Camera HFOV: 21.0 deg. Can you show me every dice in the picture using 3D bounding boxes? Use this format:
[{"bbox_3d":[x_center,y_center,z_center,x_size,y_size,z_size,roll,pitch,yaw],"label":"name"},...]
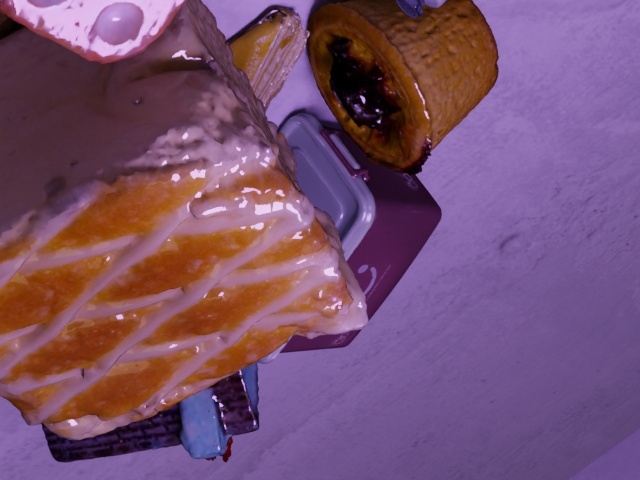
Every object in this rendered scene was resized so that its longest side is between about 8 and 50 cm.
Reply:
[{"bbox_3d":[-0.210,-0.271,1.466,0.175,0.174,0.179,23,106,-39],"label":"dice"}]

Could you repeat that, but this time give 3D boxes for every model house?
[{"bbox_3d":[-0.228,0.140,1.995,0.281,0.248,0.230,-11,165,11],"label":"model house"}]

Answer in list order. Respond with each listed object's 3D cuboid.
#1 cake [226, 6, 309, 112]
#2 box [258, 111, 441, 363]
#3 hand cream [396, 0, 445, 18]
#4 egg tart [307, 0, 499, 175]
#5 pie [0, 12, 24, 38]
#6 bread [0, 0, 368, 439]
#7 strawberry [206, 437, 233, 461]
[{"bbox_3d":[-0.101,-0.183,1.913,0.080,0.116,0.185,20,93,-62],"label":"cake"},{"bbox_3d":[0.000,0.000,2.129,0.167,0.193,0.294,2,133,-47],"label":"box"},{"bbox_3d":[0.172,-0.326,1.841,0.234,0.080,0.050,-44,118,-12],"label":"hand cream"},{"bbox_3d":[0.094,-0.193,1.919,0.171,0.215,0.215,-33,155,-21],"label":"egg tart"},{"bbox_3d":[-0.255,-0.249,1.633,0.195,0.046,0.195,-24,151,-14],"label":"pie"},{"bbox_3d":[-0.203,-0.017,1.689,0.390,0.279,0.371,-24,142,5],"label":"bread"},{"bbox_3d":[-0.184,0.232,2.442,0.106,0.175,0.236,-59,-167,-10],"label":"strawberry"}]
